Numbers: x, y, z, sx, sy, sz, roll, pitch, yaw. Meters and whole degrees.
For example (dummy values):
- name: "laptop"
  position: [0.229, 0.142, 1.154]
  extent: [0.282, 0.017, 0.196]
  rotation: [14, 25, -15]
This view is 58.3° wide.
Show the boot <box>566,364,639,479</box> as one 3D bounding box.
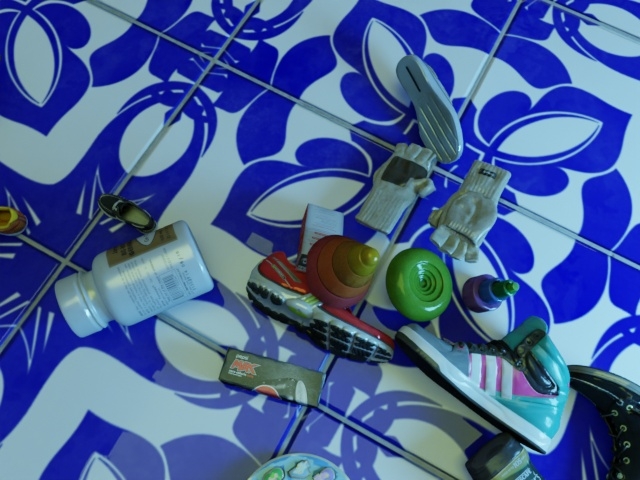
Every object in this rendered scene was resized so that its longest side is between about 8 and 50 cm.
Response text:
- name: "boot"
  position: [0.477, 0.322, 0.915]
  extent: [0.236, 0.085, 0.179]
  rotation: [29, 74, 8]

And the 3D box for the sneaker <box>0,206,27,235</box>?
- name: "sneaker"
  position: [-0.617, -0.037, 1.018]
  extent: [0.174, 0.067, 0.064]
  rotation: [-9, 72, -4]

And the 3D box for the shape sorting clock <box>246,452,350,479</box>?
- name: "shape sorting clock"
  position: [-0.034, 0.435, 0.879]
  extent: [0.206, 0.040, 0.207]
  rotation: [1, 70, -2]

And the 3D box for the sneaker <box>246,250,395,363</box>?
- name: "sneaker"
  position: [0.013, 0.105, 0.973]
  extent: [0.278, 0.107, 0.118]
  rotation: [31, 58, 5]

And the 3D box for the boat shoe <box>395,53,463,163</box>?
- name: "boat shoe"
  position: [0.228, -0.261, 1.121]
  extent: [0.075, 0.083, 0.227]
  rotation: [-21, 89, -50]

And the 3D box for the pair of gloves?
- name: "pair of gloves"
  position: [0.204, -0.076, 1.051]
  extent: [0.239, 0.042, 0.204]
  rotation: [18, 65, 17]

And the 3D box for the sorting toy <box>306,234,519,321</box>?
- name: "sorting toy"
  position: [0.166, 0.057, 0.920]
  extent: [0.365, 0.126, 0.127]
  rotation: [11, 72, -20]

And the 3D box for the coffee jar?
- name: "coffee jar"
  position: [0.314, 0.394, 0.885]
  extent: [0.096, 0.079, 0.184]
  rotation: [-36, 74, -14]

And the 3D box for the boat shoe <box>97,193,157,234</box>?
- name: "boat shoe"
  position: [-0.355, -0.053, 1.047]
  extent: [0.125, 0.038, 0.046]
  rotation: [33, 72, 10]

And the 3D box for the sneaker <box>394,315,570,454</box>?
- name: "sneaker"
  position: [0.282, 0.185, 0.935]
  extent: [0.295, 0.124, 0.178]
  rotation: [37, 77, 3]

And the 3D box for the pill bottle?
- name: "pill bottle"
  position: [-0.307, 0.067, 0.956]
  extent: [0.229, 0.131, 0.131]
  rotation: [-24, 72, -10]

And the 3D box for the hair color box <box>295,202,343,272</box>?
- name: "hair color box"
  position: [0.000, 0.000, 0.998]
  extent: [0.071, 0.043, 0.141]
  rotation: [16, 38, -7]

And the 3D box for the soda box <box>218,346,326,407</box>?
- name: "soda box"
  position: [-0.078, 0.227, 0.946]
  extent: [0.168, 0.053, 0.060]
  rotation: [14, 70, 4]
